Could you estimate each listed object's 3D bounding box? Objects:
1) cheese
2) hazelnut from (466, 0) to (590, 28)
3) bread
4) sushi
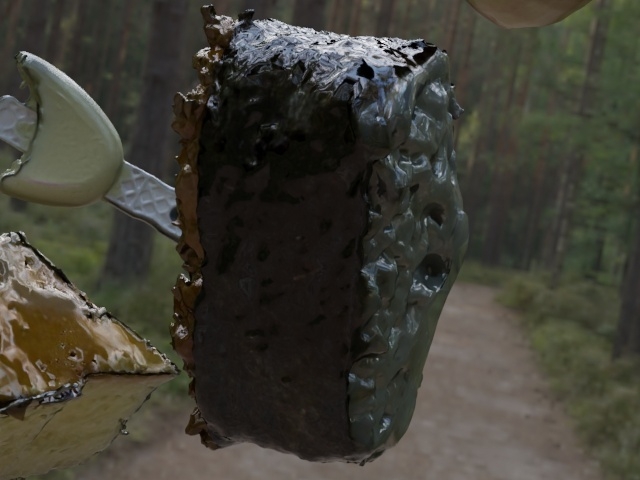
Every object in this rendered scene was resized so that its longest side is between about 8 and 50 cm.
[{"bbox_3d":[-0.205,-0.067,1.343,0.235,0.127,0.050,29,-14,-16],"label":"cheese"},{"bbox_3d":[0.221,-0.355,1.483,0.241,0.261,0.261,34,10,20],"label":"hazelnut"},{"bbox_3d":[-0.318,0.186,1.421,0.279,0.315,0.248,34,-48,-15],"label":"bread"},{"bbox_3d":[0.000,0.000,1.131,0.207,0.349,0.234,10,12,22],"label":"sushi"}]
